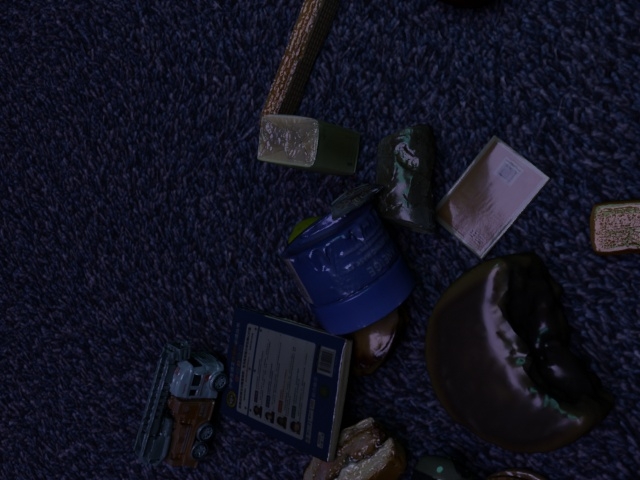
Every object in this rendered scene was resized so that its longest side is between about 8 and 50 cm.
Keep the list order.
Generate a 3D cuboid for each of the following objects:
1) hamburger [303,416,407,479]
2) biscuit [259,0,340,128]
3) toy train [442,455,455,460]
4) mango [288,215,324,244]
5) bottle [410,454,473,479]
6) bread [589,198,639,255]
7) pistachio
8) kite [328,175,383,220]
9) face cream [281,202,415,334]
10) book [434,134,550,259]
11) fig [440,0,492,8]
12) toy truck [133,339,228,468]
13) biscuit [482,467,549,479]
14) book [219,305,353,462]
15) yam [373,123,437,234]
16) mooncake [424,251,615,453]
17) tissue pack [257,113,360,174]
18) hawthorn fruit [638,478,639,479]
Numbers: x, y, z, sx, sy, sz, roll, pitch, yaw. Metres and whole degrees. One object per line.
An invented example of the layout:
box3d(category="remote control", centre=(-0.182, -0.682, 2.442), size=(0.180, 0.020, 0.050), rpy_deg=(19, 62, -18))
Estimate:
box3d(category="hamburger", centre=(0.087, 0.546, 1.779), size=(0.282, 0.246, 0.155), rpy_deg=(95, 157, -46))
box3d(category="biscuit", centre=(-0.060, -0.454, 1.910), size=(0.054, 0.094, 0.378), rpy_deg=(27, 101, 25))
box3d(category="toy train", centre=(0.294, 0.548, 1.743), size=(0.053, 0.033, 0.083), rpy_deg=(36, 104, 17))
box3d(category="mango", centre=(-0.002, -0.006, 1.880), size=(0.163, 0.089, 0.117), rpy_deg=(-22, 71, 12))
box3d(category="bottle", centre=(0.219, 0.640, 1.630), size=(0.169, 0.168, 0.346), rpy_deg=(23, 79, 25))
box3d(category="bread", centre=(0.669, -0.029, 1.544), size=(0.201, 0.077, 0.115), rpy_deg=(-3, 89, 28))
box3d(category="pistachio", centre=(0.134, 0.231, 1.780), size=(0.210, 0.131, 0.165), rpy_deg=(-61, 22, -6))
box3d(category="kite", centre=(0.069, -0.113, 1.768), size=(0.141, 0.245, 0.015), rpy_deg=(-31, 108, 0))
box3d(category="face cream", centre=(0.061, 0.060, 1.713), size=(0.249, 0.249, 0.225), rpy_deg=(-26, 105, 24))
box3d(category="book", centre=(0.390, -0.100, 1.718), size=(0.170, 0.018, 0.241), rpy_deg=(44, 107, 22))
box3d(category="fig", centre=(0.258, -0.608, 1.649), size=(0.321, 0.217, 0.216), rpy_deg=(-19, 78, -11))
box3d(category="toy truck", centre=(-0.376, 0.432, 1.978), size=(0.133, 0.185, 0.338), rpy_deg=(22, 99, 47))
box3d(category="biscuit", centre=(0.435, 0.636, 1.644), size=(0.259, 0.079, 0.259), rpy_deg=(-1, 88, 28))
box3d(category="book", centre=(-0.100, 0.348, 1.865), size=(0.428, 0.039, 0.299), rpy_deg=(10, 93, 46))
box3d(category="yam", centre=(0.200, -0.137, 1.745), size=(0.154, 0.154, 0.254), rpy_deg=(-5, 84, 26))
box3d(category="mooncake", centre=(0.428, 0.225, 1.563), size=(0.394, 0.246, 0.393), rpy_deg=(15, 96, 31))
box3d(category="tissue pack", centre=(-0.023, -0.230, 1.807), size=(0.159, 0.234, 0.125), rpy_deg=(11, 96, 27))
box3d(category="hawthorn fruit", centre=(0.728, 0.557, 1.423), size=(0.242, 0.242, 0.271), rpy_deg=(-37, 84, 21))
